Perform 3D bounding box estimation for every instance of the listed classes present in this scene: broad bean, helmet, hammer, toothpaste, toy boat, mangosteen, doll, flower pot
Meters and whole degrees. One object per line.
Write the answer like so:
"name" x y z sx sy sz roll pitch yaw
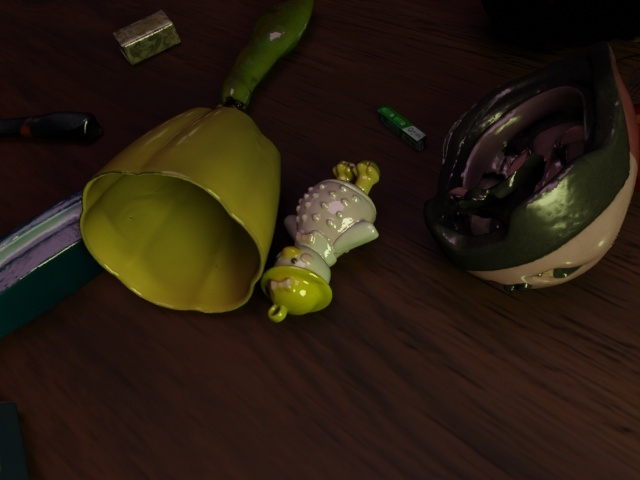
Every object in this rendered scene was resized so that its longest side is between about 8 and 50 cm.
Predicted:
"broad bean" -0.086 -0.278 0.854 0.075 0.067 0.325 -10 47 45
"helmet" 0.217 -0.057 0.558 0.198 0.154 0.253 -16 27 52
"hammer" -0.471 -0.169 0.869 0.290 0.037 0.137 3 54 15
"toothpaste" 0.105 -0.146 0.731 0.017 0.020 0.083 -34 54 -11
"toy boat" -0.295 0.011 0.660 0.299 0.096 0.062 -39 66 -20
"mangosteen" 0.347 -0.368 0.721 0.302 0.275 0.275 9 49 -21
"doll" 0.000 0.000 0.608 0.129 0.081 0.207 6 55 40
"flower pot" -0.132 -0.049 0.618 0.195 0.195 0.179 2 42 14

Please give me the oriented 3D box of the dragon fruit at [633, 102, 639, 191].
"dragon fruit" 0.319 -0.112 0.620 0.094 0.094 0.190 -41 44 -18

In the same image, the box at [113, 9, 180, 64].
"box" -0.292 -0.342 0.955 0.098 0.045 0.062 -28 52 -11

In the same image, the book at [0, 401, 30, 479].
"book" -0.309 0.274 0.348 0.039 0.300 0.428 -48 50 16
